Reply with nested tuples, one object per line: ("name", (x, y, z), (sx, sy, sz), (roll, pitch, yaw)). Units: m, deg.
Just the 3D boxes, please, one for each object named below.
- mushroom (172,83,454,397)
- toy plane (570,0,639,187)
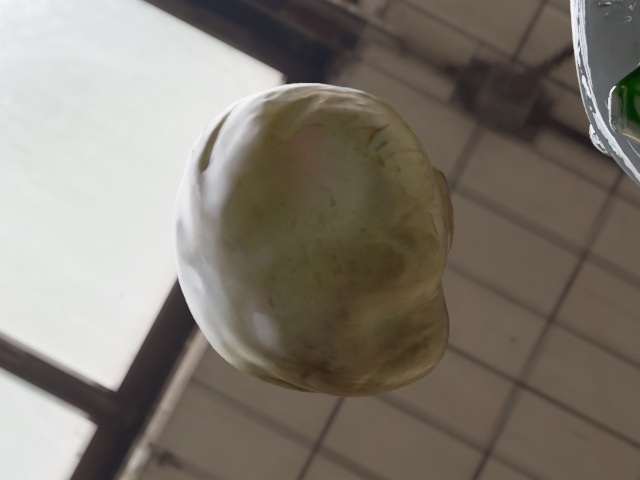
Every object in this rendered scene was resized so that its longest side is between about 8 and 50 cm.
("mushroom", (0.000, 0.000, 0.817), (0.112, 0.148, 0.148), (-11, -37, -37))
("toy plane", (0.115, -0.086, 0.578), (0.080, 0.174, 0.174), (-16, 31, 35))
